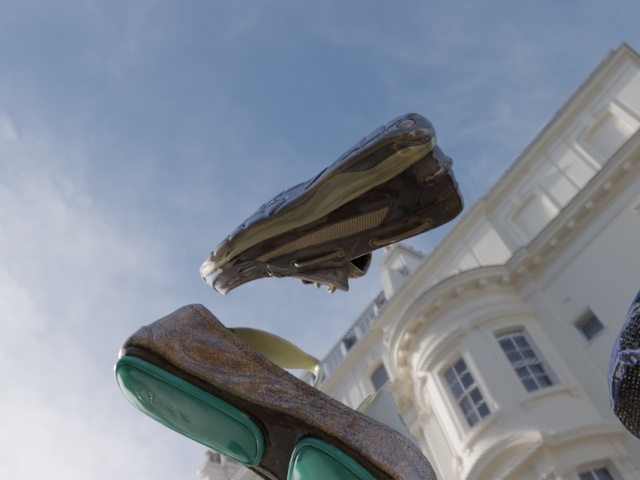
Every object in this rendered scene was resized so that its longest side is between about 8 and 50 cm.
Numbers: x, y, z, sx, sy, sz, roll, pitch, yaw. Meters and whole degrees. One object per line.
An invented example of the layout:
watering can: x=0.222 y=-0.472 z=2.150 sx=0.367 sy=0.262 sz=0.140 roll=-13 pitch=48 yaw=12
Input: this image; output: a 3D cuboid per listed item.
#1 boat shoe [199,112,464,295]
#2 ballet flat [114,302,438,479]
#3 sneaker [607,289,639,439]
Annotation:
boat shoe: x=0.000 y=0.000 z=0.740 sx=0.355 sy=0.132 sz=0.130 roll=-29 pitch=-79 yaw=41
ballet flat: x=-0.006 y=0.136 z=0.498 sx=0.316 sy=0.106 sz=0.107 roll=30 pitch=-49 yaw=17
sneaker: x=0.159 y=0.046 z=0.243 sx=0.087 sy=0.083 sz=0.221 roll=-45 pitch=-17 yaw=-19
